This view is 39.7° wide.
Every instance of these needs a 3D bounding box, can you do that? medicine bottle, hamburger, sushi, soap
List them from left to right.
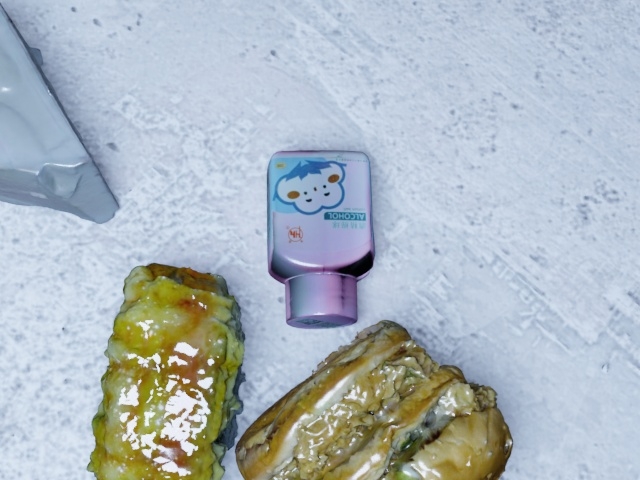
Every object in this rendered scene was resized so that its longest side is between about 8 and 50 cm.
[{"bbox_3d":[-0.403,-0.089,0.940,0.302,0.159,0.257,-30,81,-13],"label":"soap"},{"bbox_3d":[-0.148,0.162,0.883,0.140,0.184,0.274,10,77,1],"label":"sushi"},{"bbox_3d":[0.000,0.000,0.990,0.119,0.094,0.188,0,73,-5],"label":"medicine bottle"},{"bbox_3d":[0.063,0.197,0.875,0.211,0.245,0.260,49,46,11],"label":"hamburger"}]
